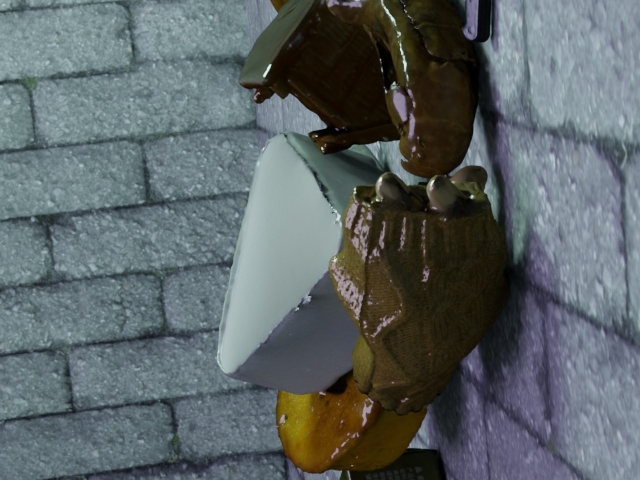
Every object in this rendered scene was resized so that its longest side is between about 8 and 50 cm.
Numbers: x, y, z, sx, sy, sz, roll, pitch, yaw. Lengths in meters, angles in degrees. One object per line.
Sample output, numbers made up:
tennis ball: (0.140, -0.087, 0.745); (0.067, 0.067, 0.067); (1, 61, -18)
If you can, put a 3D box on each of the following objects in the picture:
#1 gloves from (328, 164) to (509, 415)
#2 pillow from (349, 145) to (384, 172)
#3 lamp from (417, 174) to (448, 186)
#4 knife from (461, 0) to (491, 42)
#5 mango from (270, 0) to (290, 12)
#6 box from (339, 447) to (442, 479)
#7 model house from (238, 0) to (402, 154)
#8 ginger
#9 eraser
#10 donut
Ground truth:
gloves: (0.116, 0.052, 1.588); (0.155, 0.203, 0.356); (34, 149, 28)
pillow: (0.060, -0.034, 2.187); (0.254, 0.078, 0.144); (93, 157, -49)
lamp: (0.136, -0.061, 1.820); (0.121, 0.041, 0.054); (165, 107, -85)
knife: (0.148, -0.323, 1.511); (0.072, 0.019, 0.245); (23, 122, 45)
mango: (-0.006, -0.401, 2.063); (0.136, 0.166, 0.236); (-158, 61, -75)
box: (0.111, 0.542, 2.076); (0.373, 0.138, 0.420); (101, 160, -62)
model house: (0.031, -0.205, 1.902); (0.229, 0.219, 0.199); (40, 167, -11)
ginger: (0.103, -0.210, 1.646); (0.133, 0.107, 0.309); (-47, 41, 33)
eraser: (0.000, 0.000, 1.880); (0.331, 0.150, 0.331); (-41, 42, 51)
donut: (0.059, 0.168, 1.947); (0.303, 0.110, 0.302); (-46, 34, 43)
